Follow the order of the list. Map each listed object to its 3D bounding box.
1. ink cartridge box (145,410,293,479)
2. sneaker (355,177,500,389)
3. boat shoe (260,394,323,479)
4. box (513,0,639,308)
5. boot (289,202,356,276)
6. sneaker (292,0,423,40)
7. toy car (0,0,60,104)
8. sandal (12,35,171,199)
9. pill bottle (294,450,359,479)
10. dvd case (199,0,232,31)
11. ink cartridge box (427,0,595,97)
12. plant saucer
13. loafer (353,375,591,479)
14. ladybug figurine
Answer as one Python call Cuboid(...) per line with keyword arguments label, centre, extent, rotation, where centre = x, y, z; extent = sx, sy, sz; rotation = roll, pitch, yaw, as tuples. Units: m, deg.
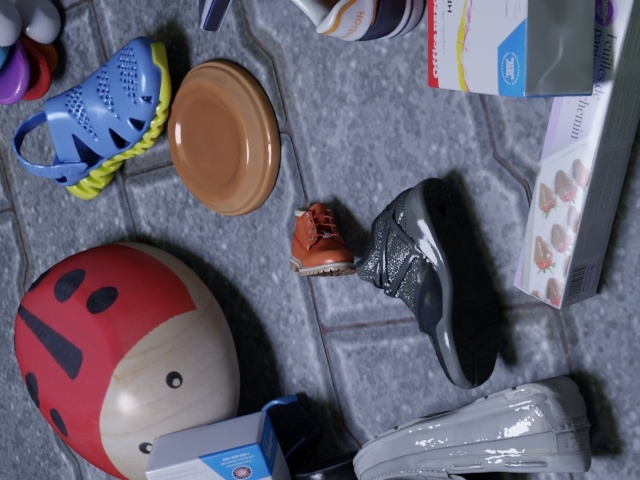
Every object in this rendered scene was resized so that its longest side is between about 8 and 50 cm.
Cuboid(label="ink cartridge box", centre=(-0.106, 0.325, 1.680), extent=(0.148, 0.086, 0.203), rotation=(-16, 111, 9))
Cuboid(label="sneaker", centre=(0.116, 0.058, 1.518), extent=(0.130, 0.087, 0.228), rotation=(-27, 79, 49))
Cuboid(label="boat shoe", centre=(-0.067, 0.323, 1.774), extent=(0.089, 0.109, 0.258), rotation=(35, 127, 30))
Cuboid(label="box", centre=(0.258, -0.092, 1.337), extent=(0.063, 0.067, 0.324), rotation=(29, 122, 38))
Cuboid(label="boot", centre=(0.000, 0.000, 1.613), extent=(0.158, 0.059, 0.085), rotation=(-161, 73, -70))
Cuboid(label="sneaker", centre=(-0.008, -0.361, 1.493), extent=(0.126, 0.127, 0.321), rotation=(-41, 71, 46))
Cuboid(label="toy car", centre=(-0.443, -0.254, 1.944), extent=(0.159, 0.182, 0.136), rotation=(-33, 81, 31))
Cuboid(label="sandal", centre=(-0.305, -0.160, 1.839), extent=(0.317, 0.138, 0.126), rotation=(-43, 47, 41))
Cuboid(label="pill bottle", centre=(0.046, 0.369, 1.656), extent=(0.122, 0.122, 0.219), rotation=(-21, 86, 47))
Cuboid(label="dvd case", centre=(-0.101, -0.375, 1.557), extent=(0.239, 0.029, 0.179), rotation=(125, 145, -59))
Cuboid(label="ink cartridge box", centre=(0.167, -0.210, 1.331), extent=(0.231, 0.078, 0.134), rotation=(-161, 68, -64))
Cuboid(label="plant saucer", centre=(-0.131, -0.127, 1.755), extent=(0.200, 0.037, 0.200), rotation=(17, 114, 42))
Cuboid(label="loafer", centre=(0.158, 0.236, 1.507), extent=(0.319, 0.112, 0.112), rotation=(-27, 73, 46))
Cuboid(label="ladybug figurine", centre=(-0.281, 0.155, 1.853), extent=(0.449, 0.162, 0.305), rotation=(26, 101, 48))
